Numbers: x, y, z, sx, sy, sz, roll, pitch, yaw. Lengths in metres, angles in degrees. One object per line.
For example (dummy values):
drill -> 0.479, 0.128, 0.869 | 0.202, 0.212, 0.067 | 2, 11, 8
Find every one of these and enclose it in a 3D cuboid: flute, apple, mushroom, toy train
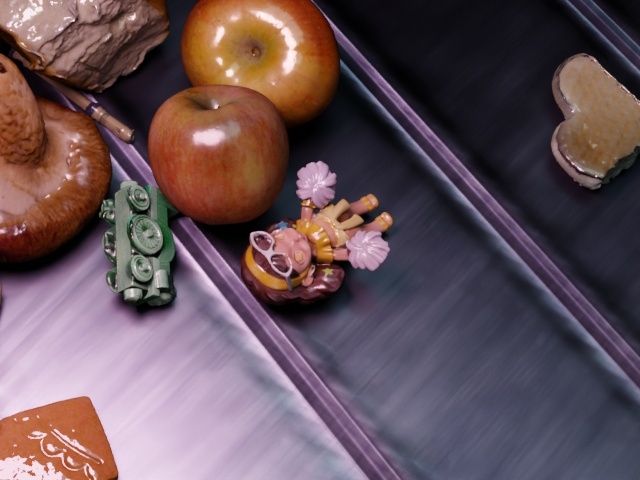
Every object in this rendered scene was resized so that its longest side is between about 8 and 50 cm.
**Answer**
flute -> -0.359, -0.212, 1.955 | 0.233, 0.027, 0.027 | 36, 62, 13
apple -> -0.135, -0.113, 1.801 | 0.188, 0.173, 0.188 | -5, 25, 2
mushroom -> -0.423, -0.093, 1.790 | 0.267, 0.254, 0.267 | -1, 82, 10
toy train -> -0.238, 0.007, 1.808 | 0.105, 0.071, 0.178 | 23, 52, -47
apple -> -0.079, -0.263, 1.927 | 0.210, 0.173, 0.235 | -38, 83, 13

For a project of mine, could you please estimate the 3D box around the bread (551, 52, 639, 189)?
bread -> 0.424, -0.173, 2.006 | 0.173, 0.064, 0.232 | 4, 61, -5

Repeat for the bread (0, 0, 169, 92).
bread -> -0.359, -0.356, 1.906 | 0.250, 0.279, 0.225 | 43, 93, 14

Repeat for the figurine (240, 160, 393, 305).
figurine -> -0.001, 0.001, 1.824 | 0.240, 0.115, 0.174 | -32, 71, -26

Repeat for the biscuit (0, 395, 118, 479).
biscuit -> -0.356, 0.317, 1.639 | 0.284, 0.043, 0.306 | 21, 60, 5

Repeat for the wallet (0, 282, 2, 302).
wallet -> -0.497, 0.091, 1.754 | 0.153, 0.039, 0.118 | 7, 73, 0
